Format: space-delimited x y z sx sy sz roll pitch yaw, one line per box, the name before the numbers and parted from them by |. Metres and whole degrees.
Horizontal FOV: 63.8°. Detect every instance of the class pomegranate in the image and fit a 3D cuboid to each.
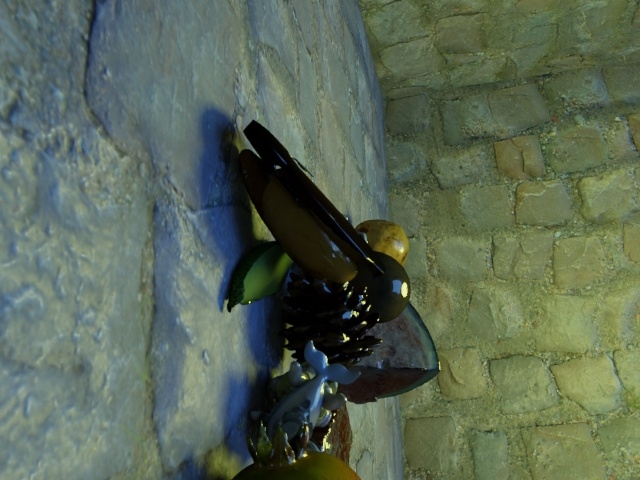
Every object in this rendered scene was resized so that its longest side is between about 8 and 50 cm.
pomegranate | 0.193 0.025 1.761 0.215 0.215 0.215 -5 90 -77
pomegranate | -0.035 0.358 0.652 0.221 0.221 0.256 7 71 -76

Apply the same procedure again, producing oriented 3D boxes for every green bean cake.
green bean cake | -0.002 0.417 0.989 0.232 0.097 0.198 -54 136 -70

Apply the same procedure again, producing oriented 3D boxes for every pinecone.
pinecone | 0.016 0.140 0.957 0.179 0.184 0.204 161 -68 -72

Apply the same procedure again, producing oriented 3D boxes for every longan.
longan | 0.099 0.101 1.100 0.167 0.187 0.167 166 -90 -79

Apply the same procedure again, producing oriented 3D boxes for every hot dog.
hot dog | -0.033 -0.037 0.862 0.326 0.107 0.194 51 10 -2

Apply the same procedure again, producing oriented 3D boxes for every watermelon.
watermelon | 0.079 0.232 1.216 0.293 0.283 0.250 29 31 -27

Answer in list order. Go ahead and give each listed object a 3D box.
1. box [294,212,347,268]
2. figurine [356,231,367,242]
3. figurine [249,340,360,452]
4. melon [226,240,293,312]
box | 0.000 0.000 1.087 0.043 0.125 0.089 -140 -145 -62
figurine | 0.056 0.053 1.273 0.265 0.140 0.193 -9 111 -51
figurine | -0.026 0.258 0.838 0.208 0.128 0.184 -56 179 20
melon | -0.102 0.060 0.856 0.262 0.053 0.113 -37 139 -70
